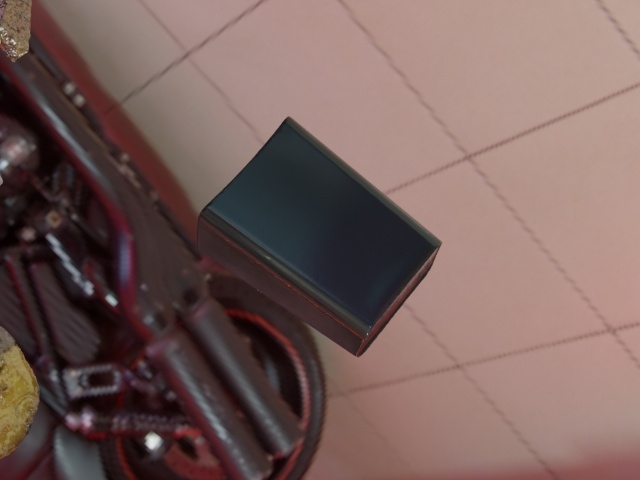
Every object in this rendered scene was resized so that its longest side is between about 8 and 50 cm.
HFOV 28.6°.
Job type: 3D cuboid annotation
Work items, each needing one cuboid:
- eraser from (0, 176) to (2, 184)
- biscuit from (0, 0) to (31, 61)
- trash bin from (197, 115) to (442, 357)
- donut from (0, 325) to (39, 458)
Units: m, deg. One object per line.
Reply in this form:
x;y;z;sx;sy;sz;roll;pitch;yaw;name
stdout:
-0.494;-0.187;1.230;0.397;0.213;0.082;53;138;0;eraser
-0.460;-0.335;1.871;0.034;0.199;0.064;-33;124;14;biscuit
0.000;0.000;1.408;0.225;0.165;0.115;37;158;11;trash bin
-0.372;0.158;1.226;0.166;0.184;0.073;49;138;-1;donut
